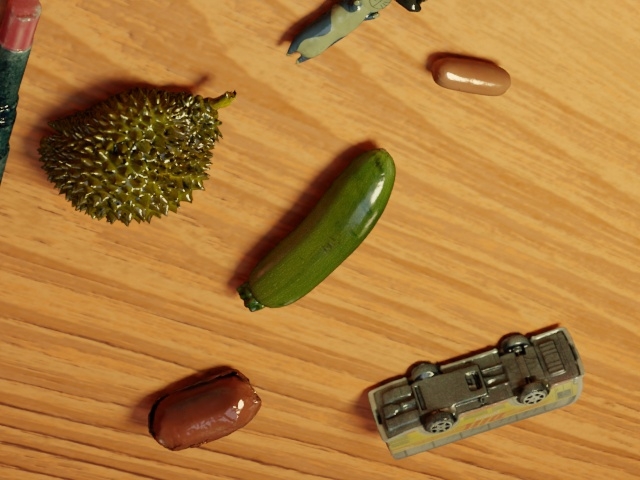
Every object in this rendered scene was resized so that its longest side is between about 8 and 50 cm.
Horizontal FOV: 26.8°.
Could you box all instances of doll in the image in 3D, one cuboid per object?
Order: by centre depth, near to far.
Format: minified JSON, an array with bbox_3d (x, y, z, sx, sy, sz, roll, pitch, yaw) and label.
[{"bbox_3d":[0.019,-0.209,1.273,0.125,0.027,0.037,-36,141,20],"label":"doll"}]

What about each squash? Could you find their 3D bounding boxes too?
[{"bbox_3d":[0.000,0.000,1.453,0.069,0.069,0.258,22,125,-34],"label":"squash"}]

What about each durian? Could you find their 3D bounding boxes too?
[{"bbox_3d":[-0.162,-0.080,1.301,0.208,0.102,0.146,-30,130,9],"label":"durian"}]

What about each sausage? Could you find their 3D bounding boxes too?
[{"bbox_3d":[0.152,-0.165,1.354,0.083,0.034,0.034,7,132,-24],"label":"sausage"},{"bbox_3d":[-0.140,0.206,1.617,0.141,0.076,0.076,-23,137,5],"label":"sausage"}]

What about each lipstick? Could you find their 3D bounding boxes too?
[{"bbox_3d":[-0.300,-0.127,1.251,0.054,0.053,0.234,10,127,-25],"label":"lipstick"}]

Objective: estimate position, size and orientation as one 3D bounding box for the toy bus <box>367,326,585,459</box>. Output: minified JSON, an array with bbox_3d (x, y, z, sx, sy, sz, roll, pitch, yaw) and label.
[{"bbox_3d":[0.200,0.197,1.704,0.268,0.092,0.106,-18,146,2],"label":"toy bus"}]

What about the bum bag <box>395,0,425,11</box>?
[{"bbox_3d":[0.043,-0.299,1.150,0.326,0.079,0.142,25,116,-35],"label":"bum bag"}]
